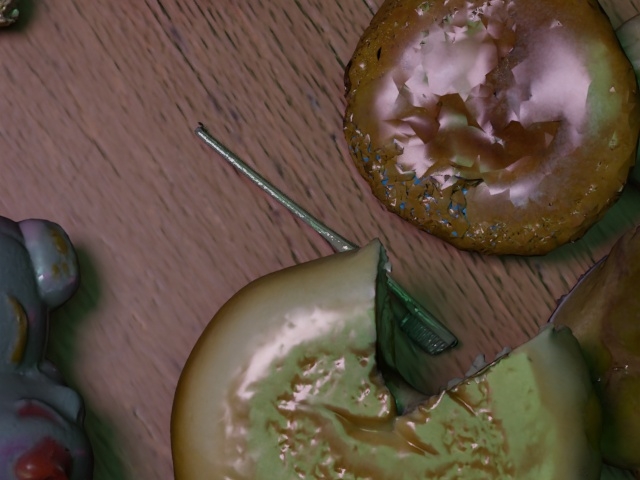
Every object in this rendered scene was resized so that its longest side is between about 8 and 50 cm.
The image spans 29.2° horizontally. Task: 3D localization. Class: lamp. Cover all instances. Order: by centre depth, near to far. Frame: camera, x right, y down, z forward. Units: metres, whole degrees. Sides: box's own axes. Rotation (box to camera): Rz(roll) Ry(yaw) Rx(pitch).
[{"bbox_3d":[-0.299,0.140,0.942,0.247,0.247,0.301,-17,74,25],"label":"lamp"}]

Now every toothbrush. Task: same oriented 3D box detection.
[{"bbox_3d":[0.004,-0.005,1.059,0.294,0.026,0.028,43,96,3],"label":"toothbrush"}]

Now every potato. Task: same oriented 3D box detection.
[{"bbox_3d":[0.342,0.085,0.985,0.300,0.196,0.246,1,80,-2],"label":"potato"}]

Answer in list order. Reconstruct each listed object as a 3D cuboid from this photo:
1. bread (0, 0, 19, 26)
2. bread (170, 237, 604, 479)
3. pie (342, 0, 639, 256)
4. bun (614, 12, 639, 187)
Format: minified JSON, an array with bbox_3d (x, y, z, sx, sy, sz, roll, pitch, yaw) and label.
[{"bbox_3d":[-0.313,-0.238,1.046,0.106,0.082,0.125,-10,85,-12],"label":"bread"},{"bbox_3d":[0.047,0.164,0.964,0.333,0.160,0.333,0,85,4],"label":"bread"},{"bbox_3d":[0.142,-0.113,1.041,0.273,0.069,0.273,-2,85,21],"label":"pie"},{"bbox_3d":[0.322,-0.128,1.054,0.183,0.102,0.183,2,77,-11],"label":"bun"}]
